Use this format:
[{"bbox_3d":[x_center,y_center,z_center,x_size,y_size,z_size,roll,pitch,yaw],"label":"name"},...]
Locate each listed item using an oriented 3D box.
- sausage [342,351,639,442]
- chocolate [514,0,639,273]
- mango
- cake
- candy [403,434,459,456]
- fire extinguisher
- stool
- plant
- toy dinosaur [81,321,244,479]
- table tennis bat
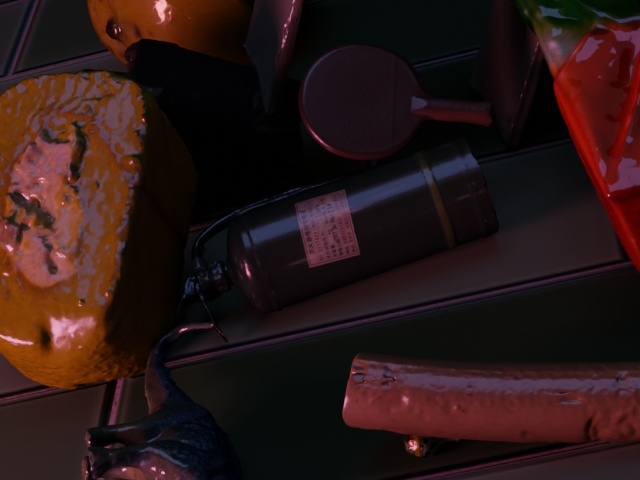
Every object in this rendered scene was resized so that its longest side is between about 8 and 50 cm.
[{"bbox_3d":[0.167,0.113,1.397,0.301,0.066,0.066,0,34,17],"label":"sausage"},{"bbox_3d":[0.356,-0.156,1.582,0.360,0.161,0.341,-17,48,3],"label":"chocolate"},{"bbox_3d":[-0.123,-0.309,2.141,0.253,0.182,0.365,-9,32,18],"label":"mango"},{"bbox_3d":[-0.217,-0.006,1.665,0.179,0.156,0.260,0,64,20],"label":"cake"},{"bbox_3d":[0.103,0.144,1.445,0.083,0.023,0.025,-11,-10,-3],"label":"candy"},{"bbox_3d":[0.000,0.000,1.664,0.294,0.093,0.118,-19,66,0],"label":"fire extinguisher"},{"bbox_3d":[0.083,-0.249,1.771,0.243,0.270,0.170,8,26,-14],"label":"stool"},{"bbox_3d":[-0.142,-0.099,1.841,0.256,0.164,0.142,-1,33,6],"label":"plant"},{"bbox_3d":[-0.112,0.168,1.471,0.147,0.076,0.363,-6,28,-18],"label":"toy dinosaur"},{"bbox_3d":[0.069,-0.132,1.642,0.170,0.119,0.107,5,74,-3],"label":"table tennis bat"}]
